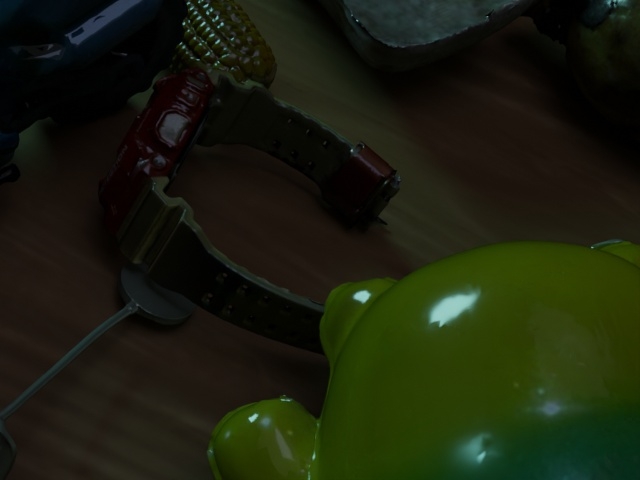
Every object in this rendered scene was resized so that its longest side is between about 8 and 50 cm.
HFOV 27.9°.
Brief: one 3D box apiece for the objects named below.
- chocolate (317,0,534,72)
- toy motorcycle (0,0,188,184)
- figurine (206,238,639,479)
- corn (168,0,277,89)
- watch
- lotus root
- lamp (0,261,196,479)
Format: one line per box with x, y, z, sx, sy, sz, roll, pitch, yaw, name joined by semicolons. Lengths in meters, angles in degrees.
0.033;-0.253;1.017;0.185;0.100;0.303;-26;63;-26;chocolate
-0.236;-0.119;0.697;0.416;0.232;0.172;-19;57;-35;toy motorcycle
0.110;0.151;0.621;0.324;0.231;0.340;-11;58;3;figurine
-0.098;-0.166;0.908;0.068;0.068;0.207;-18;60;-34;corn
-0.006;-0.007;0.812;0.268;0.102;0.165;22;45;-16;watch
0.308;-0.137;1.010;0.314;0.141;0.169;34;51;5;lotus root
-0.138;0.070;0.728;0.050;0.056;0.198;37;36;10;lamp
